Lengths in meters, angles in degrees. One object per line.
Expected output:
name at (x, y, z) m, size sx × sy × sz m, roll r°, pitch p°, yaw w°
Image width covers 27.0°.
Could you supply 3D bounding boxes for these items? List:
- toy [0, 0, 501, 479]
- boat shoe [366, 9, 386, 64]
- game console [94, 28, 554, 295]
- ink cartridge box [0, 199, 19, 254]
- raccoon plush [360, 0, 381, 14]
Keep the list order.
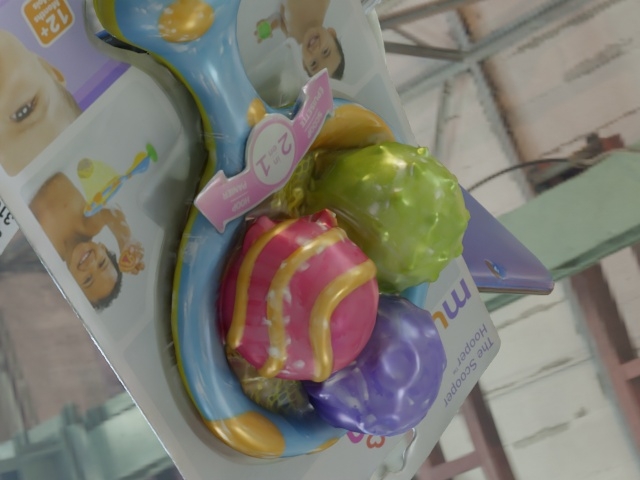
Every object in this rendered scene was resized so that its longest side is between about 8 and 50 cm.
toy at (0.000, 0.000, 0.387) m, size 0.056 × 0.137 × 0.237 m, roll 11°, pitch -41°, yaw 44°
boat shoe at (0.010, -0.082, 1.290) m, size 0.109 × 0.091 × 0.305 m, roll -129°, pitch -141°, yaw -75°
game console at (-0.037, -0.019, 0.790) m, size 0.250 × 0.293 × 0.173 m, roll -19°, pitch -102°, yaw 26°
ink cartridge box at (-0.236, -0.020, 0.505) m, size 0.117 × 0.201 × 0.278 m, roll 19°, pitch -109°, yaw 36°
raccoon plush at (-0.061, -0.292, 0.746) m, size 0.299 × 0.216 × 0.446 m, roll 45°, pitch -27°, yaw 4°
